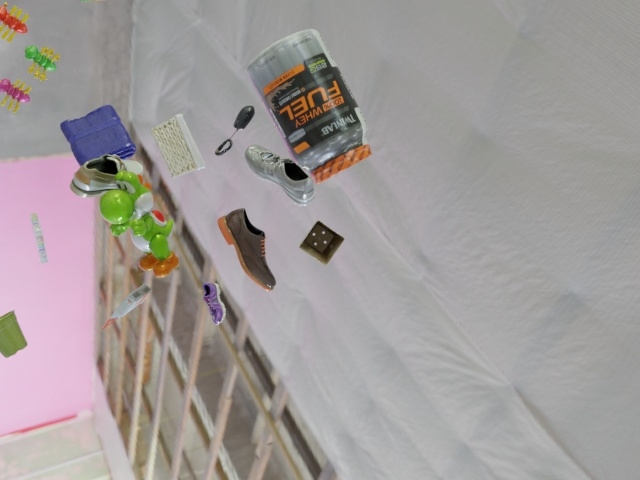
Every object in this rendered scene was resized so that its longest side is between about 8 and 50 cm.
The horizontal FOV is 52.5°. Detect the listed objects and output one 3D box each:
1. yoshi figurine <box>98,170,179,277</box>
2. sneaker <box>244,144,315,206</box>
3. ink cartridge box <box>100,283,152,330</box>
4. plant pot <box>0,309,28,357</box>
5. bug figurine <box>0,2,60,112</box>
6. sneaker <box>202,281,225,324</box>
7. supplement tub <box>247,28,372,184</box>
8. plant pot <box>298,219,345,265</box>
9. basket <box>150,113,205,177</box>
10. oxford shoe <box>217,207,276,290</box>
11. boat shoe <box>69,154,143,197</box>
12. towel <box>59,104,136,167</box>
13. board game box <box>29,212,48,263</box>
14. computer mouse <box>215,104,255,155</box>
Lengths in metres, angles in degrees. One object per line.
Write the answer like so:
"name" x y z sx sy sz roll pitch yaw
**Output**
"yoshi figurine" -0.610 -0.043 2.118 0.203 0.203 0.362 -95 170 -61
"sneaker" -0.120 -0.231 2.029 0.281 0.105 0.115 35 -36 18
"ink cartridge box" -0.681 0.245 2.281 0.045 0.145 0.179 38 -76 -1
"plant pot" -0.654 0.199 1.352 0.083 0.083 0.079 -9 -67 60
"bug figurine" -0.840 -0.478 1.735 0.279 0.216 0.072 -49 -148 5
"sneaker" -0.409 0.236 2.428 0.068 0.071 0.170 -32 -116 24
"supplement tub" -0.019 -0.323 1.601 0.338 0.207 0.207 61 -30 -5
"plant pot" 0.000 0.000 2.082 0.109 0.109 0.096 -55 -170 5
"basket" -0.413 -0.268 1.876 0.167 0.103 0.113 66 -8 -10
"oxford shoe" -0.197 0.030 1.939 0.271 0.098 0.097 58 12 -16
"boat shoe" -0.685 -0.224 2.144 0.113 0.302 0.103 39 -61 7
"towel" -0.876 -0.399 2.565 0.308 0.227 0.076 52 -19 36
"board game box" -1.015 -0.008 2.338 0.103 0.026 0.154 50 -35 42
"computer mouse" -0.341 -0.434 2.544 0.071 0.041 0.242 31 -95 39
